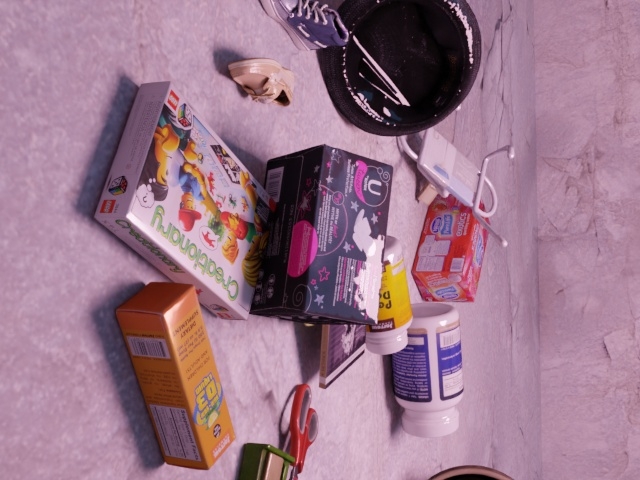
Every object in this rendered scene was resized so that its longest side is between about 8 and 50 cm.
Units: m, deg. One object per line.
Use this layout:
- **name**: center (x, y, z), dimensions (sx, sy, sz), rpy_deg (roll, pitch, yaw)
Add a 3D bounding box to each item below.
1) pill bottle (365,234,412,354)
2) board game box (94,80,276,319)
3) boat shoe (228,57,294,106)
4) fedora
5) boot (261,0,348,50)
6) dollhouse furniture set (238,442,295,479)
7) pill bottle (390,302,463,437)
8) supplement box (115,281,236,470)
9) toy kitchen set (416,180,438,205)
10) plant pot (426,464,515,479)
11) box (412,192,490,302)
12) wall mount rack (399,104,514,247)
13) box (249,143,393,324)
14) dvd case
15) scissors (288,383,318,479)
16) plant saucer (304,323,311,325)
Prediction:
- **pill bottle**: center (0.111, 0.105, 1.602), dimensions (0.117, 0.117, 0.215), rpy_deg (-45, 128, -56)
- **board game box**: center (-0.164, -0.041, 1.108), dimensions (0.305, 0.053, 0.193), rpy_deg (49, 47, -53)
- **boat shoe**: center (-0.083, -0.237, 1.270), dimensions (0.170, 0.063, 0.059), rpy_deg (-2, 85, -65)
- **fedora**: center (0.139, -0.366, 1.585), dimensions (0.152, 0.334, 0.334), rpy_deg (-113, 180, -51)
- **boot**: center (-0.024, -0.378, 1.366), dimensions (0.190, 0.086, 0.069), rpy_deg (36, 58, -59)
- **dollhouse furniture set**: center (-0.061, 0.348, 1.149), dimensions (0.301, 0.197, 0.151), rpy_deg (49, 48, -54)
- **pill bottle**: center (0.230, 0.277, 1.804), dimensions (0.153, 0.153, 0.264), rpy_deg (-23, 110, -62)
- **supplement box**: center (-0.177, 0.172, 1.051), dimensions (0.078, 0.080, 0.233), rpy_deg (-46, 132, -53)
- **toy kitchen set**: center (0.242, -0.144, 1.988), dimensions (0.068, 0.075, 0.083), rpy_deg (28, 18, -21)
- **plant pot**: center (0.348, 0.656, 1.920), dimensions (0.280, 0.323, 0.323), rpy_deg (12, 78, -80)
- **box**: center (0.320, 0.015, 2.023), dimensions (0.122, 0.128, 0.257), rpy_deg (62, 37, -43)
- **wall mount rack**: center (0.323, -0.146, 1.886), dimensions (0.350, 0.130, 0.304), rpy_deg (35, 53, -28)
- **box**: center (0.000, 0.000, 1.273), dimensions (0.142, 0.163, 0.247), rpy_deg (15, 77, -34)
- **dvd case**: center (0.045, 0.129, 1.466), dimensions (0.164, 0.018, 0.221), rpy_deg (-31, 128, -58)
- **scissors**: center (-0.046, 0.366, 1.343), dimensions (0.297, 0.021, 0.109), rpy_deg (-73, 155, -47)
- **plant saucer**: center (-0.003, 0.048, 1.449), dimensions (0.188, 0.045, 0.188), rpy_deg (4, 87, -64)
